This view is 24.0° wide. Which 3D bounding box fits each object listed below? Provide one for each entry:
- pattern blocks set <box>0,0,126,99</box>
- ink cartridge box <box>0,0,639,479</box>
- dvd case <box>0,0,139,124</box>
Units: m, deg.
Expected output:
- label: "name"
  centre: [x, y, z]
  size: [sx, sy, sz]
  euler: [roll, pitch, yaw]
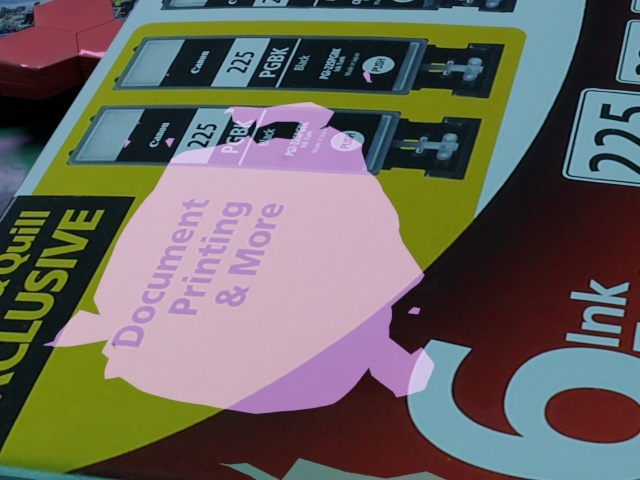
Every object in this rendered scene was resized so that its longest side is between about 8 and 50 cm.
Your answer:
- label: "pattern blocks set"
  centre: [0.020, -0.136, 0.767]
  size: [0.285, 0.026, 0.325]
  euler: [13, 37, 19]
- label: "ink cartridge box"
  centre: [0.000, 0.000, 0.473]
  size: [0.272, 0.130, 0.309]
  euler: [4, 42, 16]
- label: "dvd case"
  centre: [-0.167, -0.132, 0.825]
  size: [0.180, 0.022, 0.253]
  euler: [-5, 34, 4]
